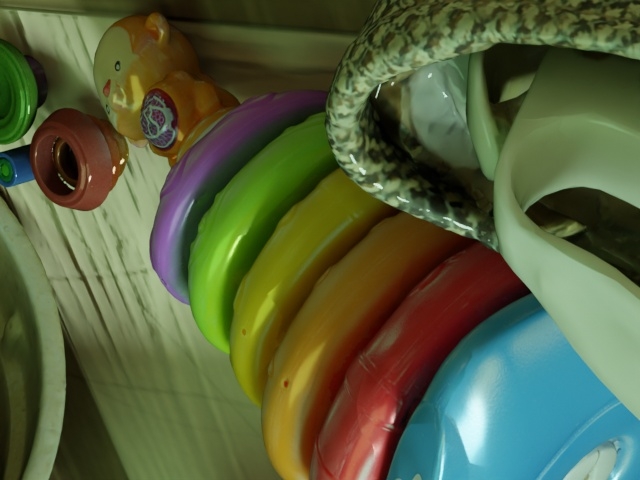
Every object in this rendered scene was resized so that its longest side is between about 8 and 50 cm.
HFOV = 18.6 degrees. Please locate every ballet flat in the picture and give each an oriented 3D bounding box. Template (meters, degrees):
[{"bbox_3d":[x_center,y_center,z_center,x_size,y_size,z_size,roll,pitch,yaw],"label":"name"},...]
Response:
[{"bbox_3d":[0.207,0.038,0.544,0.482,0.182,0.164,27,139,24],"label":"ballet flat"}]

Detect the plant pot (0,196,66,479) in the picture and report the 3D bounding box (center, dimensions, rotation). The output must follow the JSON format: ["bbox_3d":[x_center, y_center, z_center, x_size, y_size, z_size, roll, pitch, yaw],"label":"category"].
[{"bbox_3d":[-0.307,0.135,1.071,0.334,0.334,0.305,37,155,12],"label":"plant pot"}]

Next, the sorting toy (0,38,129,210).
[{"bbox_3d":[-0.126,-0.054,0.917,0.102,0.042,0.061,47,130,19],"label":"sorting toy"}]

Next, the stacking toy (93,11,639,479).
[{"bbox_3d":[0.000,0.000,0.770,0.302,0.165,0.175,43,137,30],"label":"stacking toy"}]
